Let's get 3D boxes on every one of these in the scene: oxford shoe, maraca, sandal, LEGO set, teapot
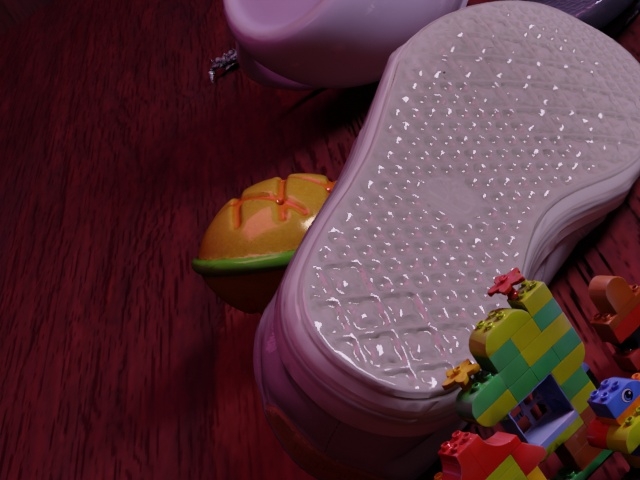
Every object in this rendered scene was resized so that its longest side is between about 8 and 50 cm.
[{"bbox_3d":[0.081,-0.012,1.086,0.449,0.169,0.130,-54,-10,-49],"label":"oxford shoe"},{"bbox_3d":[0.000,0.000,1.261,0.186,0.099,0.127,-14,11,-26],"label":"maraca"},{"bbox_3d":[0.226,-0.193,1.437,0.097,0.054,0.254,-16,15,27],"label":"sandal"},{"bbox_3d":[-0.099,-0.212,2.063,0.054,0.023,0.083,-14,27,47],"label":"LEGO set"},{"bbox_3d":[0.044,-0.234,1.643,0.256,0.187,0.252,31,94,52],"label":"teapot"}]

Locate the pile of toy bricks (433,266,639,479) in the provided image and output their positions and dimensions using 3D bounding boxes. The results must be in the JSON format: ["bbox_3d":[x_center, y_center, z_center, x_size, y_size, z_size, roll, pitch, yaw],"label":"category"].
[{"bbox_3d":[0.110,0.065,0.883,0.212,0.105,0.118,-42,20,-22],"label":"pile of toy bricks"}]
